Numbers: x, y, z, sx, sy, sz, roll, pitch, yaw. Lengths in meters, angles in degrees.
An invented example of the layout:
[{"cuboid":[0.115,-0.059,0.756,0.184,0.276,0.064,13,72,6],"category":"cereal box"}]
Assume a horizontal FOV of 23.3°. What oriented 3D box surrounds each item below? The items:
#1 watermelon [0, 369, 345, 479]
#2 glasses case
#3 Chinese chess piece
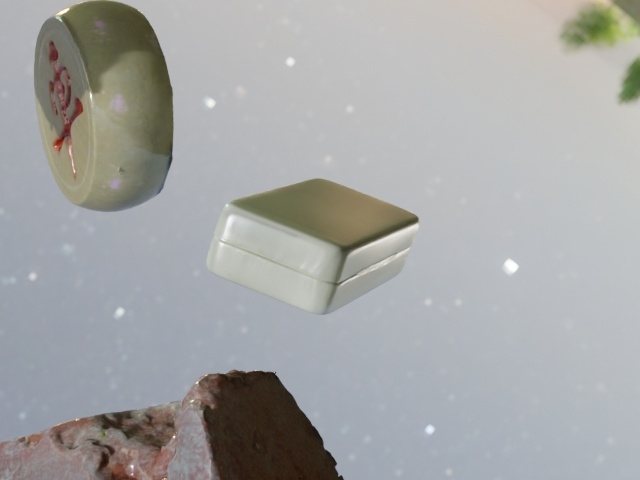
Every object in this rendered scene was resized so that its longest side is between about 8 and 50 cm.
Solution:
[{"cuboid":[-0.087,0.168,0.868,0.318,0.226,0.148,21,-168,41],"category":"watermelon"},{"cuboid":[0.000,0.000,1.552,0.131,0.070,0.313,21,-167,13],"category":"glasses case"},{"cuboid":[-0.258,-0.157,1.819,0.097,0.251,0.251,-9,-141,-26],"category":"Chinese chess piece"}]
